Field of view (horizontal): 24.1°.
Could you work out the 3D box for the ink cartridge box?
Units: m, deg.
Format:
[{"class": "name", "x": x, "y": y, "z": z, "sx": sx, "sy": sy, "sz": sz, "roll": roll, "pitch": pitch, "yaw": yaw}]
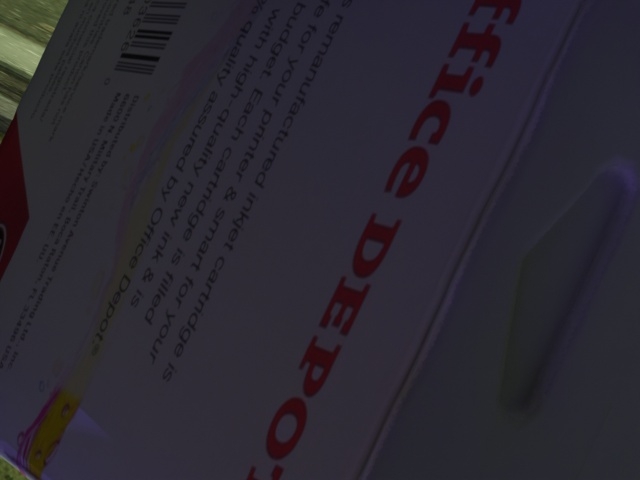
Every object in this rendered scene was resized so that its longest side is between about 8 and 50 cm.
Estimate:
[{"class": "ink cartridge box", "x": 0.000, "y": 0.000, "z": 0.503, "sx": 0.131, "sy": 0.226, "sz": 0.306, "roll": 30, "pitch": 174, "yaw": -34}]
